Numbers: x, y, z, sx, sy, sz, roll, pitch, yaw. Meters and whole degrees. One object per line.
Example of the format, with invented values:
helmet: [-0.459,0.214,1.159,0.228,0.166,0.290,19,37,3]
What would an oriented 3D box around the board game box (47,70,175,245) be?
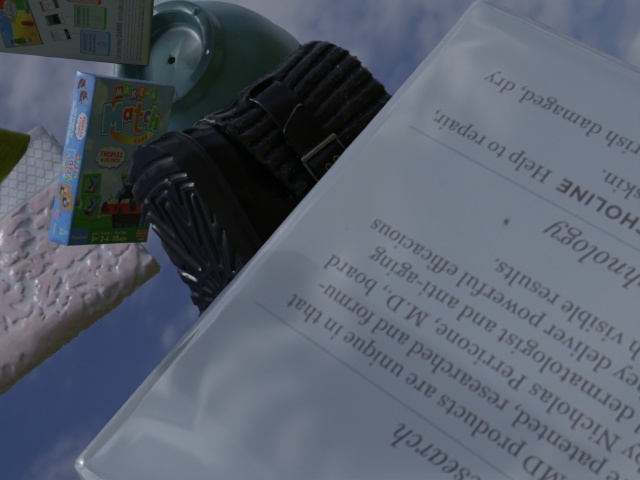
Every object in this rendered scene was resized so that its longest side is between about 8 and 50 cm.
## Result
board game box: [-0.263,-0.101,1.582,0.160,0.039,0.212,-4,-73,-60]

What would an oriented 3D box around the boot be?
boot: [0.002,-0.002,1.191,0.260,0.131,0.348,-33,-79,-38]

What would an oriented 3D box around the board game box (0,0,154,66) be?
board game box: [-0.338,-0.304,1.369,0.242,0.316,0.064,109,164,-57]

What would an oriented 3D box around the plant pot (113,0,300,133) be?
plant pot: [-0.182,-0.237,1.849,0.293,0.293,0.196,-59,-33,-3]

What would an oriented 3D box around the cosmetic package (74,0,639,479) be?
cosmetic package: [0.133,0.136,0.797,0.394,0.327,0.329,-50,-30,-14]

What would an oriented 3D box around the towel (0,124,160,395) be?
towel: [-0.443,0.032,1.786,0.332,0.317,0.053,-38,-25,-6]

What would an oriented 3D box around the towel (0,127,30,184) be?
towel: [-0.281,-0.050,0.655,0.237,0.021,0.102,14,-42,-38]
